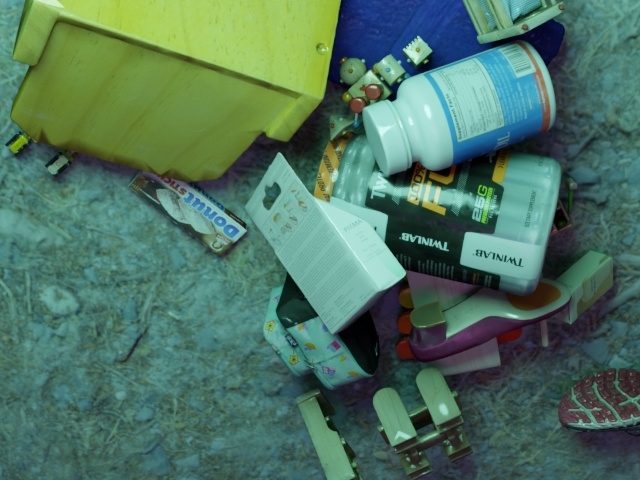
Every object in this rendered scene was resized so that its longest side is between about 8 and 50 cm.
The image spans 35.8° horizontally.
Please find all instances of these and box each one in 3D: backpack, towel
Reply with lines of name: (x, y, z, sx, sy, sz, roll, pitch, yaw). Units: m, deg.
backpack: (0.006, 0.134, 1.516, 0.144, 0.166, 0.188, -32, 113, 21)
towel: (0.141, -0.270, 1.325, 0.308, 0.076, 0.228, 25, 125, -16)

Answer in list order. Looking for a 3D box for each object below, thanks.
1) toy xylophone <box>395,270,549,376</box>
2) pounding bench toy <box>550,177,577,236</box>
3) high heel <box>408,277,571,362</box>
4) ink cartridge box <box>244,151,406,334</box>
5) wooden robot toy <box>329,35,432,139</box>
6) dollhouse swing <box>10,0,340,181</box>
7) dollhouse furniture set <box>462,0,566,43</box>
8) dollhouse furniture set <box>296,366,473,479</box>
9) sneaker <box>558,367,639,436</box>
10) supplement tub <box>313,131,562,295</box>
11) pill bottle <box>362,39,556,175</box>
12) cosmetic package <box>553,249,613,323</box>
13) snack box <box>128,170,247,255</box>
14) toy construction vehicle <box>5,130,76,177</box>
toy xylophone: (0.231, 0.089, 1.538, 0.236, 0.081, 0.323, -4, 122, 2)
pounding bench toy: (0.351, -0.048, 1.470, 0.083, 0.052, 0.065, -27, 118, 15)
high heel: (0.251, 0.125, 1.479, 0.244, 0.082, 0.117, -16, 143, -3)
ink cartridge box: (0.000, 0.000, 1.340, 0.225, 0.056, 0.181, 56, 150, 9)
wooden robot toy: (0.057, -0.212, 1.283, 0.173, 0.076, 0.079, -41, 84, 18)
dollhouse swing: (-0.197, -0.273, 1.259, 0.347, 0.305, 0.315, 14, 78, -23)
dollhouse furniture set: (0.266, -0.341, 1.190, 0.183, 0.129, 0.129, -29, 102, -9)
dollhouse furniture set: (0.108, 0.293, 1.620, 0.242, 0.161, 0.212, -25, 149, 1)
sneaker: (0.545, 0.282, 1.639, 0.299, 0.121, 0.112, -7, 124, 4)
supplement tub: (0.159, -0.048, 1.364, 0.316, 0.193, 0.194, 12, 122, 11)
pill bottle: (0.171, -0.160, 1.245, 0.221, 0.124, 0.124, -20, 121, -5)
cosmetic package: (0.397, 0.070, 1.512, 0.115, 0.041, 0.060, -35, 129, -30)
snack box: (-0.197, -0.052, 1.483, 0.178, 0.022, 0.064, 39, 113, -21)
toy construction vehicle: (-0.387, -0.142, 1.423, 0.098, 0.035, 0.086, -39, 103, 18)
